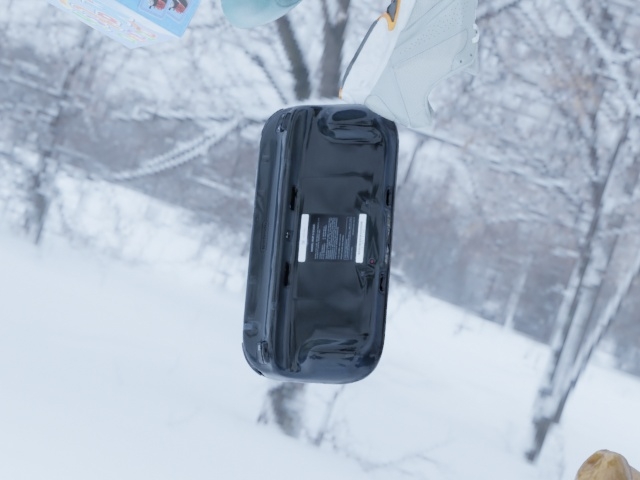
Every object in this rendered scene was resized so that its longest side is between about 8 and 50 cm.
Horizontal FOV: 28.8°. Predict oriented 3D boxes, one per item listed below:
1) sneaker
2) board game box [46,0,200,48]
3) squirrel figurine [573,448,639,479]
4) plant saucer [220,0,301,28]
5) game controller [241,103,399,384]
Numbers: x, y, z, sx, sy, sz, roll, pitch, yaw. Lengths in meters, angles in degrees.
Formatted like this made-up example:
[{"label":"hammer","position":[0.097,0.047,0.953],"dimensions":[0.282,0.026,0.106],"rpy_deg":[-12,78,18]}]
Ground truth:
[{"label":"sneaker","position":[0.130,-0.235,1.288],"dimensions":[0.121,0.262,0.099],"rpy_deg":[30,11,-4]},{"label":"board game box","position":[-0.204,-0.209,0.907],"dimensions":[0.211,0.039,0.160],"rpy_deg":[27,-5,-21]},{"label":"squirrel figurine","position":[0.284,0.392,1.126],"dimensions":[0.281,0.397,0.370],"rpy_deg":[8,2,42]},{"label":"plant saucer","position":[-0.033,-0.308,1.352],"dimensions":[0.037,0.195,0.195],"rpy_deg":[34,5,20]},{"label":"game controller","position":[0.000,0.000,1.398],"dimensions":[0.166,0.319,0.067],"rpy_deg":[2,-10,15]}]
